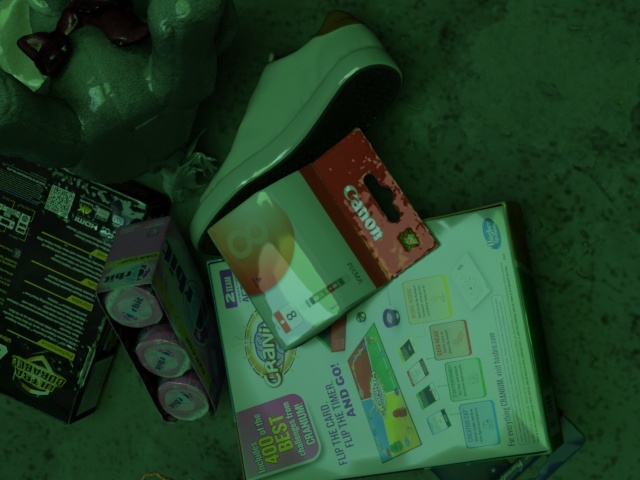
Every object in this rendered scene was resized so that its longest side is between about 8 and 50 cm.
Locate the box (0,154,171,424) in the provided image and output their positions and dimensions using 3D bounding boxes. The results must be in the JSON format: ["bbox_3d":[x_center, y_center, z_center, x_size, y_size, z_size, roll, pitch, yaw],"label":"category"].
[{"bbox_3d":[-0.352,0.012,1.543,0.322,0.079,0.257,23,103,10],"label":"box"}]

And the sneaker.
[{"bbox_3d":[-0.037,-0.108,1.456,0.290,0.106,0.123,-46,50,23],"label":"sneaker"}]

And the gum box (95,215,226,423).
[{"bbox_3d":[-0.152,0.084,1.450,0.062,0.107,0.188,-12,125,15],"label":"gum box"}]

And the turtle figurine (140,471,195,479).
[{"bbox_3d":[-0.084,0.339,1.513,0.217,0.087,0.269,0,119,10],"label":"turtle figurine"}]

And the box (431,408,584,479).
[{"bbox_3d":[0.144,0.168,1.461,0.225,0.036,0.136,45,105,4],"label":"box"}]

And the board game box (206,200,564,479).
[{"bbox_3d":[0.059,0.108,1.422,0.316,0.064,0.242,-10,87,20],"label":"board game box"}]

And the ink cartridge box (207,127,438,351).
[{"bbox_3d":[0.000,0.000,1.385,0.179,0.045,0.145,-37,79,20],"label":"ink cartridge box"}]

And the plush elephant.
[{"bbox_3d":[-0.220,-0.201,1.406,0.272,0.330,0.255,-30,66,3],"label":"plush elephant"}]
